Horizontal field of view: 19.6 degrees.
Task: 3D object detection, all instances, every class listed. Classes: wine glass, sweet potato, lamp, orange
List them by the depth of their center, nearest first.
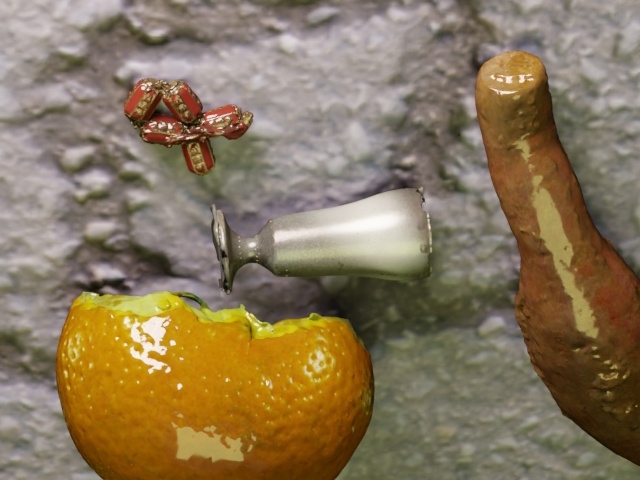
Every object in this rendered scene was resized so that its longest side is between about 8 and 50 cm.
[{"bbox_3d":[-0.098,-0.086,1.306,0.083,0.031,0.063,33,112,-18],"label":"lamp"},{"bbox_3d":[0.000,0.000,1.345,0.155,0.072,0.072,-5,122,-4],"label":"wine glass"},{"bbox_3d":[-0.082,0.128,1.361,0.237,0.158,0.179,13,152,-14],"label":"orange"},{"bbox_3d":[0.193,0.039,1.374,0.109,0.109,0.385,-25,120,9],"label":"sweet potato"}]
